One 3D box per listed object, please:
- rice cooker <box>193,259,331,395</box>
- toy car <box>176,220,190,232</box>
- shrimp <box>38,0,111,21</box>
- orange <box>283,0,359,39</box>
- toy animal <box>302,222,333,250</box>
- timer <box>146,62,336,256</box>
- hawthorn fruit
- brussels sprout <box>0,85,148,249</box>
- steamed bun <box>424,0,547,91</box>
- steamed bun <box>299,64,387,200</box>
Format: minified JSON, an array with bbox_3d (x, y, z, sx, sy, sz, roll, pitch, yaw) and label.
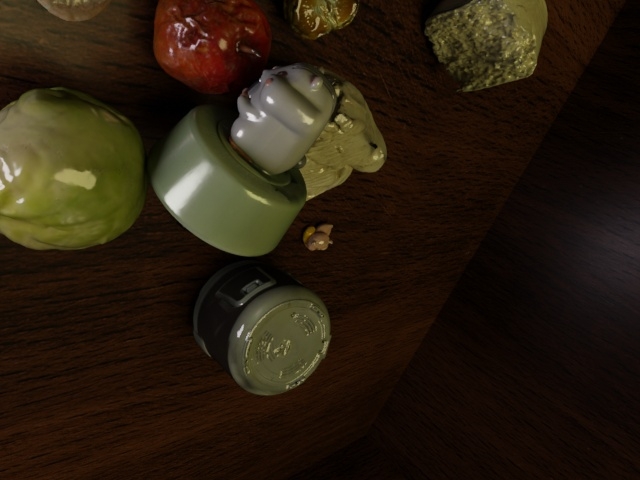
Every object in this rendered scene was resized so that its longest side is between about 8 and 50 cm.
[{"bbox_3d":[-0.170,0.225,1.339,0.335,0.325,0.335,-13,113,-33],"label":"rice cooker"},{"bbox_3d":[-0.220,-0.077,1.146,0.200,0.142,0.248,-56,148,6],"label":"toy car"},{"bbox_3d":[-0.356,-0.445,0.728,0.219,0.046,0.152,-45,149,-7],"label":"shrimp"},{"bbox_3d":[-0.006,-0.513,1.009,0.170,0.112,0.160,16,123,-29],"label":"orange"},{"bbox_3d":[0.000,0.000,1.530,0.114,0.082,0.091,-19,137,-39],"label":"toy animal"},{"bbox_3d":[-0.101,-0.176,0.841,0.315,0.290,0.291,-45,151,26],"label":"timer"},{"bbox_3d":[-0.170,-0.353,0.850,0.207,0.243,0.207,-27,132,-35],"label":"hawthorn fruit"},{"bbox_3d":[-0.434,-0.119,0.795,0.274,0.242,0.317,-38,148,27],"label":"brussels sprout"},{"bbox_3d":[0.451,-0.599,1.313,0.272,0.290,0.273,33,77,-50],"label":"steamed bun"},{"bbox_3d":[-0.018,-0.269,1.119,0.347,0.237,0.394,-4,160,-24],"label":"steamed bun"}]
